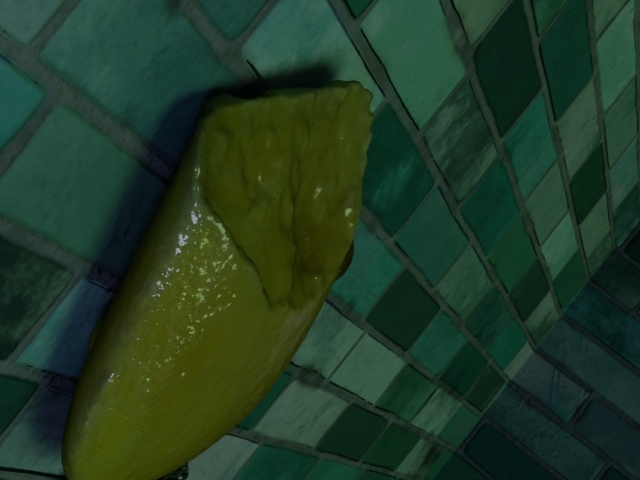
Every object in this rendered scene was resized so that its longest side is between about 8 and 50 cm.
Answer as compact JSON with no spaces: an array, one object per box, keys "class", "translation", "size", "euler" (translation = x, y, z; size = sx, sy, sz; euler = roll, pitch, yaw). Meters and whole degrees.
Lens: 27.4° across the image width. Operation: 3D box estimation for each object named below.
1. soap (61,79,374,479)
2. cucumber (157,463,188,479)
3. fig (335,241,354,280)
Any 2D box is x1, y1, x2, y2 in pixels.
[{"class":"soap","translation":[-0.087,0.061,1.159],"size":[0.306,0.115,0.427],"euler":[-31,152,-54]},{"class":"cucumber","translation":[-0.233,0.268,1.262],"size":[0.241,0.074,0.074],"euler":[-34,154,-40]},{"class":"fig","translation":[0.000,0.000,1.322],"size":[0.088,0.074,0.074],"euler":[-74,-175,-51]}]
